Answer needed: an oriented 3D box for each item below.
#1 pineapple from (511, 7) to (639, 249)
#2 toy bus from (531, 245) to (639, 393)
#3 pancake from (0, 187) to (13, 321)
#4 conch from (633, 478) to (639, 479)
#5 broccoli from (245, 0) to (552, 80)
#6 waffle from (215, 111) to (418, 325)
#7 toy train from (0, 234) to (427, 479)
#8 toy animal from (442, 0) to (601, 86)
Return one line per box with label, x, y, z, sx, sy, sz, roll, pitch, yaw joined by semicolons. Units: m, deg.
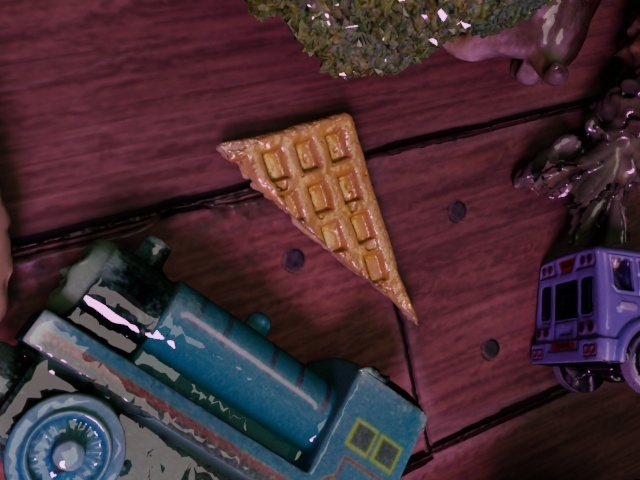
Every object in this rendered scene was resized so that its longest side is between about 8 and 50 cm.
pineapple;0.329;-0.153;0.628;0.361;0.175;0.175;-41;104;-3
toy bus;0.355;0.084;0.617;0.292;0.125;0.133;8;77;-11
pancake;-0.369;0.013;0.372;0.382;0.071;0.383;-1;92;-23
conch;0.232;0.312;0.518;0.313;0.186;0.241;-6;92;-58
broccoli;0.039;-0.283;0.418;0.413;0.310;0.321;-20;77;12
waffle;0.000;0.000;0.543;0.125;0.032;0.191;-19;94;-23
toy train;-0.079;0.127;0.466;0.298;0.120;0.194;38;69;-18
toy animal;0.203;-0.242;0.568;0.121;0.168;0.233;21;95;-20
